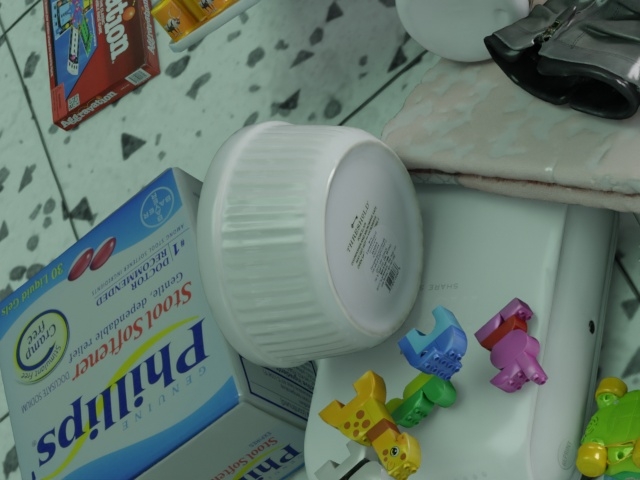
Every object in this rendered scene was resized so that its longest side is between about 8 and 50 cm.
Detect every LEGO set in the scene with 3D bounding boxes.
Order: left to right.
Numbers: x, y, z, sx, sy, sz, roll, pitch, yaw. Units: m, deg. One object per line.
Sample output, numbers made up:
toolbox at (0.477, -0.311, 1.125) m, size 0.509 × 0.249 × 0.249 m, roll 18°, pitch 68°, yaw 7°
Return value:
LEGO set at (0.079, 0.141, 1.473) m, size 0.227 × 0.087 × 0.093 m, roll -43°, pitch 48°, yaw 15°

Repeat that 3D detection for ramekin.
ramekin at (0.000, 0.000, 1.538) m, size 0.109 × 0.207 × 0.207 m, roll -4°, pitch 65°, yaw 31°

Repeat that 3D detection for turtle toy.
turtle toy at (0.265, 0.157, 1.470) m, size 0.130 × 0.066 × 0.095 m, roll -9°, pitch 39°, yaw 34°

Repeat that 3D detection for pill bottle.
pill bottle at (0.143, -0.265, 1.655) m, size 0.117 × 0.117 × 0.215 m, roll -17°, pitch 35°, yaw 33°

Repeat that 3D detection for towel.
towel at (0.242, -0.156, 1.591) m, size 0.317 × 0.053 × 0.332 m, roll 8°, pitch 51°, yaw 44°

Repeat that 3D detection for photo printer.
photo printer at (0.117, 0.098, 1.599) m, size 0.256 × 0.107 × 0.307 m, roll -4°, pitch 65°, yaw 39°

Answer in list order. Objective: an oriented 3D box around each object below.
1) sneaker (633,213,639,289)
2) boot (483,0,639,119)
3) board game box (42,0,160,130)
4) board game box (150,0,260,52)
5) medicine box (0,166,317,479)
sneaker at (0.293, 0.029, 1.495) m, size 0.091 × 0.094 × 0.258 m, roll -41°, pitch 48°, yaw 10°
boot at (0.298, -0.179, 1.452) m, size 0.222 × 0.118 × 0.338 m, roll -49°, pitch 27°, yaw -19°
board game box at (-0.262, -0.274, 2.175) m, size 0.145 × 0.027 × 0.281 m, roll -29°, pitch 52°, yaw 25°
board game box at (0.029, -0.376, 1.835) m, size 0.390 × 0.050 × 0.390 m, roll -30°, pitch 22°, yaw 26°
medicine box at (-0.157, 0.128, 1.787) m, size 0.263 × 0.149 × 0.289 m, roll -37°, pitch 48°, yaw 20°
